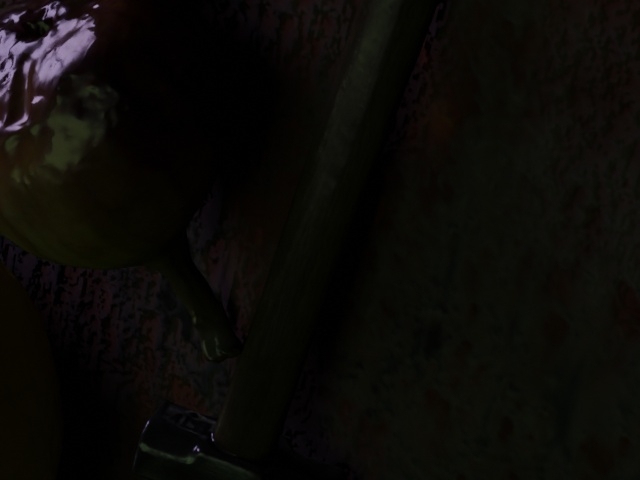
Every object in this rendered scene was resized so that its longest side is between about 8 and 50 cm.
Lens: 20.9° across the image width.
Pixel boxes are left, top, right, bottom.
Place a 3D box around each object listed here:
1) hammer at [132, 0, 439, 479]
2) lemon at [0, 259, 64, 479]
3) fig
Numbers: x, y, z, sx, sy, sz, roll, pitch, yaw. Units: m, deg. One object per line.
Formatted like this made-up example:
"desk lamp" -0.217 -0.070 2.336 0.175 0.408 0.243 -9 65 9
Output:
"hammer" 0.000 0.000 0.867 0.111 0.043 0.365 23 122 5
"lemon" -0.313 0.117 1.074 0.336 0.336 0.336 22 122 39
"fig" -0.113 -0.023 0.911 0.160 0.143 0.230 10 113 34
